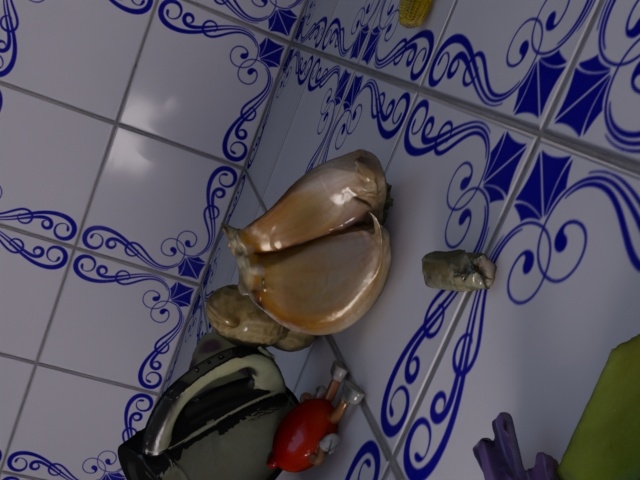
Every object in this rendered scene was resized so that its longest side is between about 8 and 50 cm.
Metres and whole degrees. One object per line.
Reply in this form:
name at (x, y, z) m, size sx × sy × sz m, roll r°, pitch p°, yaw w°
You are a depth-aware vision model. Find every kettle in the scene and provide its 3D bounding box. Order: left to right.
kettle at (-0.179, 0.343, 1.412) m, size 0.228 × 0.324 × 0.321 m, roll 23°, pitch 133°, yaw 44°

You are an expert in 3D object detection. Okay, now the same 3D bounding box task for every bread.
bread at (-0.256, 0.387, 1.904) m, size 0.338 × 0.155 × 0.187 m, roll -106°, pitch 33°, yaw -61°

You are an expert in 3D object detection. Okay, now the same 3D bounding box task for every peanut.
peanut at (-0.107, 0.145, 1.490) m, size 0.136 × 0.298 × 0.120 m, roll 29°, pitch 97°, yaw 32°

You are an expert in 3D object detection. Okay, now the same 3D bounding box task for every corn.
corn at (0.202, -0.521, 1.562) m, size 0.072 × 0.072 × 0.203 m, roll 175°, pitch 111°, yaw -72°

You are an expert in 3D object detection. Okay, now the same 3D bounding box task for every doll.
doll at (-0.009, 0.319, 1.331) m, size 0.217 × 0.085 × 0.183 m, roll -52°, pitch 19°, yaw 3°

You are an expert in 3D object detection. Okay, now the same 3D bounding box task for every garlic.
garlic at (0.000, 0.000, 1.363) m, size 0.313 × 0.249 × 0.286 m, roll -27°, pitch 40°, yaw 13°

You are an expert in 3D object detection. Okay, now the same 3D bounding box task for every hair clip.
hair clip at (0.191, 0.299, 0.723) m, size 0.278 × 0.090 × 0.137 m, roll -79°, pitch 4°, yaw -49°

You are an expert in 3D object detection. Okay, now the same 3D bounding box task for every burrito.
burrito at (0.183, 0.040, 1.070) m, size 0.058 × 0.045 × 0.188 m, roll -67°, pitch 14°, yaw -8°

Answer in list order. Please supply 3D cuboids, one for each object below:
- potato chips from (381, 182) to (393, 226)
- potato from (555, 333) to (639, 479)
potato chips at (0.091, -0.019, 1.454) m, size 0.208 × 0.028 × 0.092 m, roll -64°, pitch 28°, yaw 26°
potato at (0.273, 0.154, 0.655) m, size 0.119 × 0.054 × 0.198 m, roll -99°, pitch 27°, yaw -56°
